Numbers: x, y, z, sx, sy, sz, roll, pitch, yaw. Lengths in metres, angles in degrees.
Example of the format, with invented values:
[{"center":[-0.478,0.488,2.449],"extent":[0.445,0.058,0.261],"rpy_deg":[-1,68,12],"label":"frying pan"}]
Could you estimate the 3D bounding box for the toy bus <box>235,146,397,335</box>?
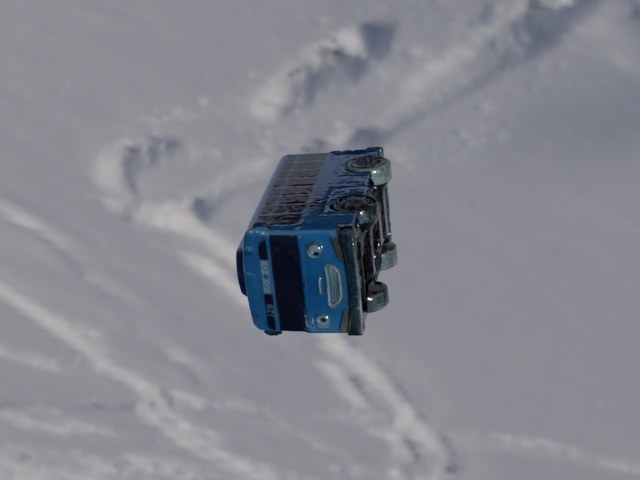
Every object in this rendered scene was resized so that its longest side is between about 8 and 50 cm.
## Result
[{"center":[0.000,0.000,1.373],"extent":[0.106,0.090,0.184],"rpy_deg":[-1,-159,9],"label":"toy bus"}]
